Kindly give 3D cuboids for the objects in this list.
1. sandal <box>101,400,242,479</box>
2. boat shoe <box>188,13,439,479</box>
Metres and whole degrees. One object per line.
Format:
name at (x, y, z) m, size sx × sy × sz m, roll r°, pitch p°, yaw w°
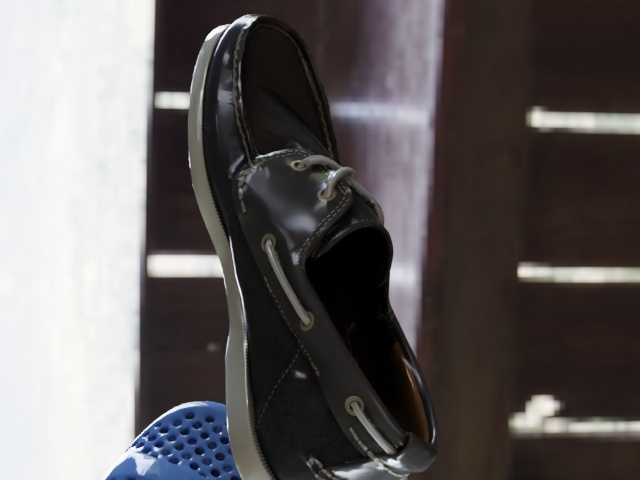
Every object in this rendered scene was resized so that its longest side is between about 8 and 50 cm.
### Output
sandal at (-0.100, 0.199, 1.009) m, size 0.317 × 0.126 × 0.138 m, roll -66°, pitch -17°, yaw -44°
boat shoe at (0.000, 0.000, 0.810) m, size 0.079 × 0.084 × 0.233 m, roll -31°, pitch 56°, yaw 36°
